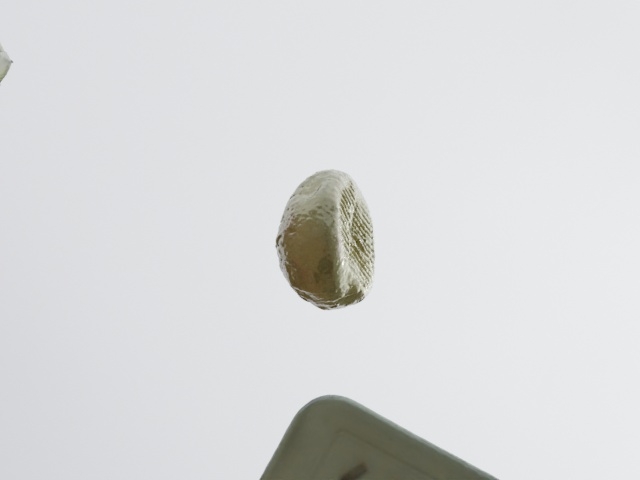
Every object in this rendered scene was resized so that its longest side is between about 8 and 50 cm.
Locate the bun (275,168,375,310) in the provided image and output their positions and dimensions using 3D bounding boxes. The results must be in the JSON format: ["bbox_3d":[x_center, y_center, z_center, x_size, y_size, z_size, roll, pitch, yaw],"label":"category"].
[{"bbox_3d":[0.000,0.000,1.219,0.069,0.115,0.115,-9,-57,19],"label":"bun"}]

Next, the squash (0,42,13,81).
[{"bbox_3d":[-0.331,-0.205,1.227,0.095,0.095,0.188,-35,-101,40],"label":"squash"}]

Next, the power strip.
[{"bbox_3d":[0.034,0.263,0.993,0.229,0.261,0.141,28,-9,5],"label":"power strip"}]
